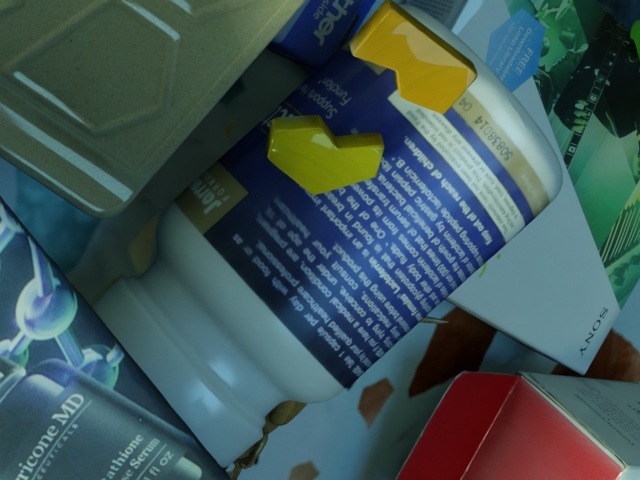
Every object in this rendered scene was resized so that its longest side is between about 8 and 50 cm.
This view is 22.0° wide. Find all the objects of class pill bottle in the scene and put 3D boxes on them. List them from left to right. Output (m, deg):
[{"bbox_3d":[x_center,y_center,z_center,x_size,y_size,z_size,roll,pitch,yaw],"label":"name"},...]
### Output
[{"bbox_3d":[0.000,0.000,0.968,0.264,0.153,0.153,-43,133,-2],"label":"pill bottle"}]

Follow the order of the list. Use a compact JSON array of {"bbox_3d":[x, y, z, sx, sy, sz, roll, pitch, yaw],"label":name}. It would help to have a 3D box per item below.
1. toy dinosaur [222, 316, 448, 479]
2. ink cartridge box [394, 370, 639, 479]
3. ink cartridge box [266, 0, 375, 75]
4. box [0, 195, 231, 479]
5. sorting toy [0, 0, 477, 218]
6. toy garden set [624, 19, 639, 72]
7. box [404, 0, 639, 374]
[{"bbox_3d":[-0.020,0.093,1.114,0.211,0.064,0.112,-45,151,-3],"label":"toy dinosaur"},{"bbox_3d":[0.160,0.263,1.259,0.271,0.130,0.309,9,114,-42],"label":"ink cartridge box"},{"bbox_3d":[-0.030,-0.227,0.941,0.311,0.065,0.186,34,87,-46],"label":"ink cartridge box"},{"bbox_3d":[-0.236,0.135,0.831,0.293,0.212,0.395,-45,132,-14],"label":"box"},{"bbox_3d":[-0.084,-0.124,0.844,0.307,0.041,0.229,35,109,-20],"label":"sorting toy"},{"bbox_3d":[0.259,-0.185,1.182,0.203,0.049,0.244,-25,101,-49],"label":"toy garden set"},{"bbox_3d":[0.147,-0.057,1.175,0.322,0.058,0.232,29,90,-46],"label":"box"}]
